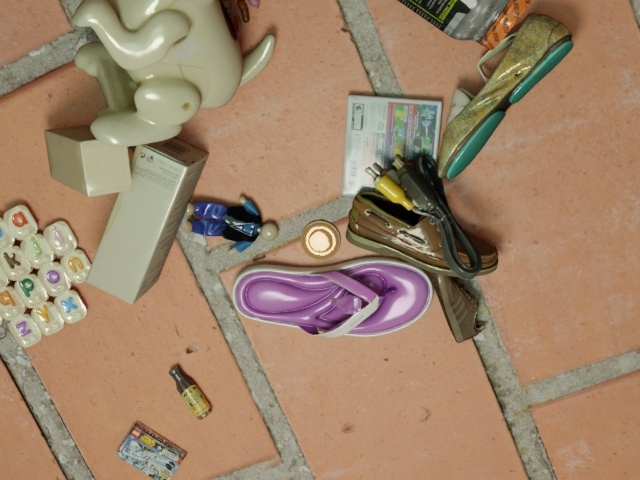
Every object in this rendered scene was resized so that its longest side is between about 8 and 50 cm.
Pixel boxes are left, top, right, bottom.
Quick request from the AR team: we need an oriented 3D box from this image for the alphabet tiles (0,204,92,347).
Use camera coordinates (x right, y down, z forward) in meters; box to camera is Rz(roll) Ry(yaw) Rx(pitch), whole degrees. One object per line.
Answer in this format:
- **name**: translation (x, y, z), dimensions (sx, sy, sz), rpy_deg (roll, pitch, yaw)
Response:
- **alphabet tiles**: translation (-0.637, 0.078, 1.766), dimensions (0.284, 0.021, 0.278), rpy_deg (-28, 101, 3)

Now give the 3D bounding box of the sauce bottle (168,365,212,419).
- **sauce bottle**: translation (-0.288, 0.333, 1.807), dimensions (0.042, 0.042, 0.128), rpy_deg (-33, 100, 15)

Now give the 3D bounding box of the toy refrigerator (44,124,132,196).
- **toy refrigerator**: translation (-0.445, -0.158, 1.578), dimensions (0.094, 0.269, 0.102), rpy_deg (-13, 107, -30)

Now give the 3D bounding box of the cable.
- **cable**: translation (0.211, -0.052, 1.549), dimensions (0.287, 0.139, 0.072), rpy_deg (55, 138, 9)

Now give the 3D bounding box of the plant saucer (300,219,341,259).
- **plant saucer**: translation (0.000, 0.000, 1.689), dimensions (0.083, 0.013, 0.084), rpy_deg (2, 106, 8)

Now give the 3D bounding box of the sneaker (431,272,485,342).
- **sneaker**: translation (0.277, 0.118, 1.654), dimensions (0.071, 0.066, 0.188), rpy_deg (-22, 120, -1)

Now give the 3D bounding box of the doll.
- **doll**: translation (-0.180, -0.029, 1.688), dimensions (0.188, 0.046, 0.129), rpy_deg (8, 105, -1)

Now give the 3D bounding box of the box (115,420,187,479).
- **box**: translation (-0.384, 0.485, 1.870), dimensions (0.137, 0.027, 0.094), rpy_deg (34, 109, -3)

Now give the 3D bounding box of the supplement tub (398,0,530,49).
- **supplement tub**: translation (0.214, -0.482, 1.430), dimensions (0.316, 0.193, 0.194), rpy_deg (35, 107, -3)

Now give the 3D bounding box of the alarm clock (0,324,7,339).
- **alarm clock**: translation (-0.783, 0.168, 1.820), dimensions (0.192, 0.064, 0.129), rpy_deg (26, 107, -3)

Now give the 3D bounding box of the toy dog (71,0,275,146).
- **toy dog**: translation (-0.245, -0.396, 1.406), dimensions (0.395, 0.285, 0.408), rpy_deg (0, 140, -16)

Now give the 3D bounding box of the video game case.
- **video game case**: translation (0.138, -0.180, 1.615), dimensions (0.183, 0.023, 0.201), rpy_deg (5, 105, 6)

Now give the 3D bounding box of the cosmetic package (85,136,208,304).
- **cosmetic package**: translation (-0.345, -0.048, 1.648), dimensions (0.113, 0.160, 0.310), rpy_deg (26, 106, 1)

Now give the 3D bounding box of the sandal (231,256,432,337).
- **sandal**: translation (0.020, 0.130, 1.676), dimensions (0.416, 0.102, 0.170), rpy_deg (-3, 105, 8)

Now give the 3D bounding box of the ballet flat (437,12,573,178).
- **ballet flat**: translation (0.314, -0.272, 1.528), dimensions (0.123, 0.123, 0.348), rpy_deg (39, 108, -4)

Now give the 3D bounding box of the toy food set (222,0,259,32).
- **toy food set**: translation (-0.157, -0.452, 1.579), dimensions (0.077, 0.019, 0.122), rpy_deg (25, 107, 0)

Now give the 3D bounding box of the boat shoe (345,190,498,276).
- **boat shoe**: translation (0.202, -0.015, 1.597), dimensions (0.307, 0.111, 0.105), rpy_deg (13, 121, 4)
